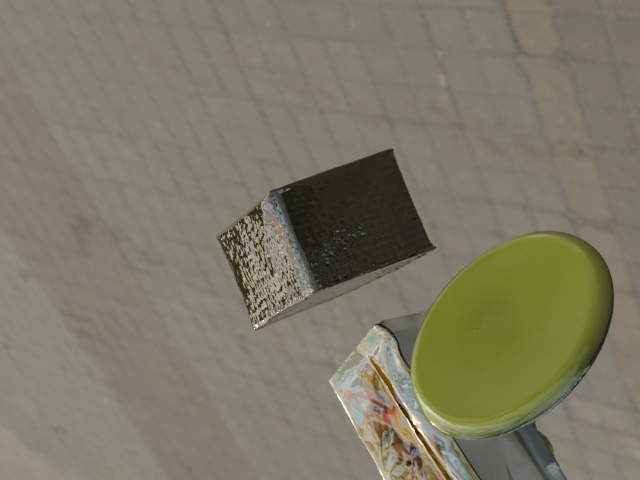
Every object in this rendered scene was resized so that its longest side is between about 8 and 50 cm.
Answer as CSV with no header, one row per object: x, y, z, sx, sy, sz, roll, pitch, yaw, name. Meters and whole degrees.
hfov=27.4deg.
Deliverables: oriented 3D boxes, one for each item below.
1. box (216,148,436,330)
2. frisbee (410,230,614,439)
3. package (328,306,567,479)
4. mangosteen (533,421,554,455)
0.001,0.002,1.686,0.143,0.184,0.273,68,157,5,box
0.181,0.087,1.287,0.017,0.236,0.236,40,156,-33,frisbee
0.173,0.241,1.579,0.311,0.165,0.221,59,150,18,package
0.244,0.286,1.901,0.166,0.166,0.180,49,153,-16,mangosteen
